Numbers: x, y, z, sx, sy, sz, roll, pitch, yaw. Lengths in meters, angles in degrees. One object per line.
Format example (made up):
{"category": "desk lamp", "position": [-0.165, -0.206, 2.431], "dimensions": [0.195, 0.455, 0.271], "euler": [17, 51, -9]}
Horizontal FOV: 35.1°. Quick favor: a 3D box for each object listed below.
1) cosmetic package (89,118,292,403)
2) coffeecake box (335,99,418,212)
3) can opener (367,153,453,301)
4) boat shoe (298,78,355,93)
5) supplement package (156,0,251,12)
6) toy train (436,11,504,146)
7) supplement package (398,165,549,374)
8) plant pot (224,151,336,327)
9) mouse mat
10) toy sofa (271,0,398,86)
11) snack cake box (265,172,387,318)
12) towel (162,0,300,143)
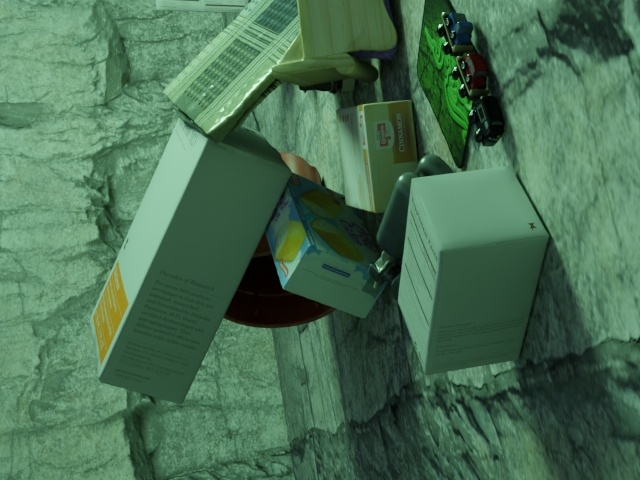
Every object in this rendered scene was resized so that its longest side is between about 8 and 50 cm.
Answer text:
{"category": "cosmetic package", "position": [-0.234, 0.020, 1.739], "dimensions": [0.453, 0.161, 0.230], "euler": [-64, 24, 13]}
{"category": "coffeecake box", "position": [0.077, -0.116, 1.389], "dimensions": [0.185, 0.068, 0.142], "euler": [-152, 55, -78]}
{"category": "can opener", "position": [0.124, 0.002, 1.274], "dimensions": [0.095, 0.076, 0.283], "euler": [45, 158, 15]}
{"category": "boat shoe", "position": [-0.022, -0.334, 1.715], "dimensions": [0.324, 0.097, 0.116], "euler": [-112, 19, -56]}
{"category": "supplement package", "position": [-0.224, -0.598, 2.154], "dimensions": [0.262, 0.204, 0.145], "euler": [-73, -15, -57]}
{"category": "toy train", "position": [0.151, -0.168, 1.017], "dimensions": [0.036, 0.027, 0.158], "euler": [-48, 51, 53]}
{"category": "supplement package", "position": [0.144, 0.031, 0.998], "dimensions": [0.105, 0.105, 0.179], "euler": [-107, 14, -44]}
{"category": "plant pot", "position": [-0.091, -0.010, 1.967], "dimensions": [0.272, 0.272, 0.265], "euler": [96, 171, -55]}
{"category": "mouse mat", "position": [0.141, -0.194, 1.143], "dimensions": [0.152, 0.007, 0.189], "euler": [93, 165, -46]}
{"category": "toy sofa", "position": [0.016, -0.399, 1.393], "dimensions": [0.150, 0.177, 0.362], "euler": [-12, -85, -75]}
{"category": "snack cake box", "position": [0.000, 0.000, 1.639], "dimensions": [0.089, 0.152, 0.264], "euler": [-59, 26, 21]}
{"category": "towel", "position": [-0.101, -0.299, 1.630], "dimensions": [0.056, 0.324, 0.312], "euler": [46, 179, -31]}
